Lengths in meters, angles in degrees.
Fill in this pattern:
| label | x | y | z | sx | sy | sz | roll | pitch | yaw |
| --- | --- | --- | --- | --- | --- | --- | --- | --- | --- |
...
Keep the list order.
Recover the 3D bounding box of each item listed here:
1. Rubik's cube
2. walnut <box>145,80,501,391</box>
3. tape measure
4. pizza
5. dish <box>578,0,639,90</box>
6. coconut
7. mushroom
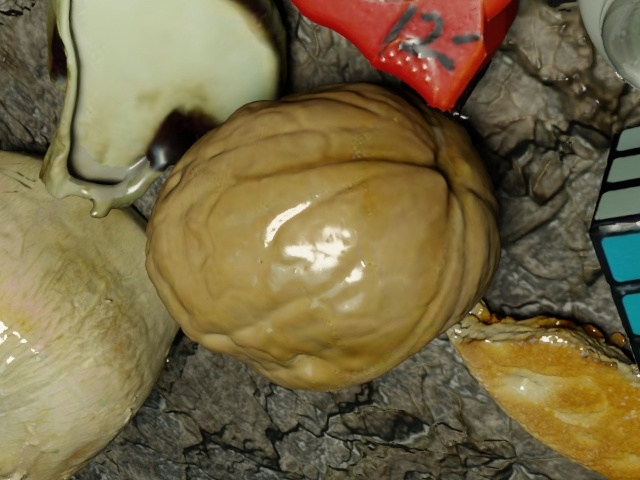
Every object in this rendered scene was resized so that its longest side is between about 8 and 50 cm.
| label | x | y | z | sx | sy | sz | roll | pitch | yaw |
| --- | --- | --- | --- | --- | --- | --- | --- | --- | --- |
| Rubik's cube | 0.314 | 0.000 | 0.640 | 0.162 | 0.163 | 0.161 | -12 | 117 | 33 |
| walnut | 0.000 | -0.002 | 0.752 | 0.313 | 0.277 | 0.252 | -27 | 88 | 46 |
| tape measure | 0.070 | -0.253 | 0.622 | 0.253 | 0.114 | 0.260 | 34 | 131 | 3 |
| pizza | 0.286 | 0.164 | 0.844 | 0.365 | 0.074 | 0.182 | 30 | 136 | 8 |
| dish | 0.265 | -0.147 | 0.562 | 0.246 | 0.078 | 0.224 | 29 | 153 | 20 |
| coconut | -0.385 | 0.123 | 1.014 | 0.404 | 0.404 | 0.405 | 16 | 131 | 20 |
| mushroom | -0.155 | -0.176 | 0.818 | 0.217 | 0.212 | 0.292 | -1 | 124 | -24 |
